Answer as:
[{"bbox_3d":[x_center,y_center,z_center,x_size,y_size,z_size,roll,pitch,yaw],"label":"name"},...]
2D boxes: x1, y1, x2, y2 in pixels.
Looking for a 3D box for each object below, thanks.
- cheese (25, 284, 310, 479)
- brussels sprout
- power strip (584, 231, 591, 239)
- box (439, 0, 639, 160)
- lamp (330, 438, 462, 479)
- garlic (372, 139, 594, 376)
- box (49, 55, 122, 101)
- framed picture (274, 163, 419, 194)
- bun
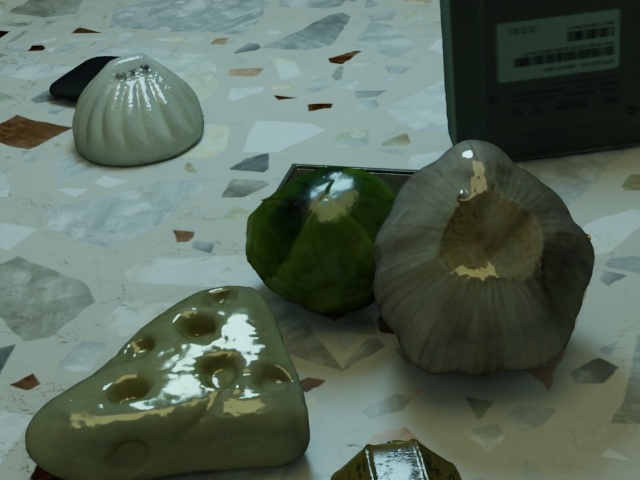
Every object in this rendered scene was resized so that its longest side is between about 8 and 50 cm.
[{"bbox_3d":[-0.202,0.179,1.599,0.351,0.130,0.328,-6,33,-4],"label":"cheese"},{"bbox_3d":[0.000,0.000,1.800,0.271,0.210,0.219,-2,49,51],"label":"brussels sprout"},{"bbox_3d":[0.338,-0.007,1.918,0.178,0.028,0.049,2,31,13],"label":"power strip"},{"bbox_3d":[0.409,-0.337,2.106,0.396,0.397,0.111,-8,27,-1],"label":"box"},{"bbox_3d":[0.089,0.315,1.305,0.161,0.161,0.185,-9,30,-5],"label":"lamp"},{"bbox_3d":[0.217,0.033,1.638,0.317,0.259,0.317,3,65,-6],"label":"garlic"},{"bbox_3d":[-0.464,-0.342,2.600,0.212,0.042,0.201,8,34,24],"label":"box"},{"bbox_3d":[0.044,-0.081,2.105,0.250,0.016,0.184,3,32,15],"label":"framed picture"},{"bbox_3d":[-0.360,-0.273,2.344,0.263,0.175,0.263,-5,32,3],"label":"bun"}]
